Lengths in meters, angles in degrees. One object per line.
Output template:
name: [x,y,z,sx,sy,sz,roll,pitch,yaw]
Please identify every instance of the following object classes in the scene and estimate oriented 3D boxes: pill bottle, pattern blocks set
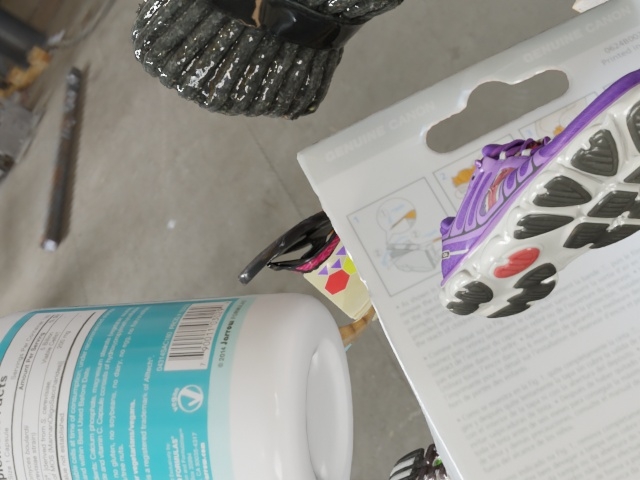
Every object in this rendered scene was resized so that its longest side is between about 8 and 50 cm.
pill bottle: [-0.121,0.111,0.550,0.264,0.146,0.146,-4,57,16]
pattern blocks set: [0.076,0.021,1.295,0.325,0.026,0.285,-42,41,2]

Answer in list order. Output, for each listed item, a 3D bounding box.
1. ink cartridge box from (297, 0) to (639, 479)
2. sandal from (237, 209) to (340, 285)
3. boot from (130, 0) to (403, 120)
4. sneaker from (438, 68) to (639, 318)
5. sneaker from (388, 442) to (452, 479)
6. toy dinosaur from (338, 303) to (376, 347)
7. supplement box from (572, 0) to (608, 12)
ink cartridge box: [0.199,0.038,0.646,0.308,0.091,0.385,-26,67,-3]
sandal: [0.000,0.000,0.782,0.179,0.040,0.067,-30,-4,-46]
boot: [0.049,-0.194,0.687,0.131,0.348,0.260,-85,17,-54]
sneaker: [0.096,-0.026,0.405,0.170,0.068,0.071,131,137,-52]
sneaker: [0.217,0.303,1.091,0.281,0.162,0.106,-37,18,49]
toy dinosaur: [-0.008,0.113,0.922,0.064,0.211,0.112,158,101,-71]
supplement box: [0.306,-0.272,0.946,0.062,0.036,0.098,-61,0,5]
